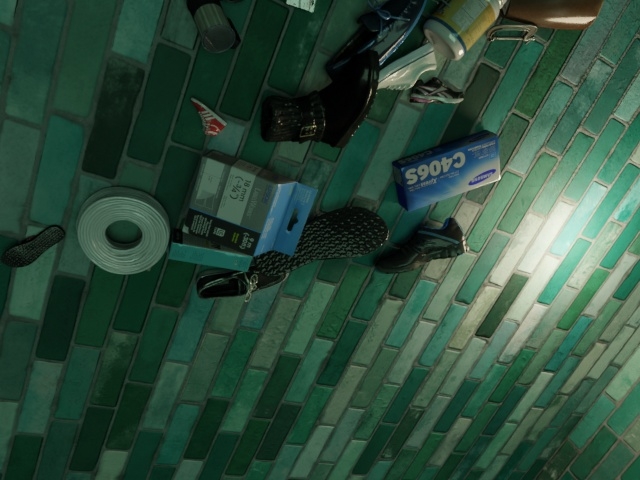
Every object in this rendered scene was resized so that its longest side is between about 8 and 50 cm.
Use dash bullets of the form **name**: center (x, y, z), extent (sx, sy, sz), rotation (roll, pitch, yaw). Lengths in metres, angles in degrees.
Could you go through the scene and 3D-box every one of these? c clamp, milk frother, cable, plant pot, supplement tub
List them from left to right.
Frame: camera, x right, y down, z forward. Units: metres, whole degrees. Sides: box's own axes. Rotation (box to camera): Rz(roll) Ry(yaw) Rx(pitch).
- **cable**: center (-0.573, -0.025, 1.346), extent (0.257, 0.089, 0.257), rotation (26, 106, -26)
- **milk frother**: center (-0.237, -0.558, 1.129), extent (0.129, 0.134, 0.143), rotation (-7, 155, -41)
- **supplement tub**: center (0.404, -0.629, 1.296), extent (0.144, 0.144, 0.199), rotation (37, 101, -28)
- **c clamp**: center (0.572, -0.613, 1.383), extent (0.161, 0.137, 0.022), rotation (2, 92, -2)
- **plant pot**: center (0.638, -0.701, 1.312), extent (0.230, 0.215, 0.215), rotation (-6, 119, 3)

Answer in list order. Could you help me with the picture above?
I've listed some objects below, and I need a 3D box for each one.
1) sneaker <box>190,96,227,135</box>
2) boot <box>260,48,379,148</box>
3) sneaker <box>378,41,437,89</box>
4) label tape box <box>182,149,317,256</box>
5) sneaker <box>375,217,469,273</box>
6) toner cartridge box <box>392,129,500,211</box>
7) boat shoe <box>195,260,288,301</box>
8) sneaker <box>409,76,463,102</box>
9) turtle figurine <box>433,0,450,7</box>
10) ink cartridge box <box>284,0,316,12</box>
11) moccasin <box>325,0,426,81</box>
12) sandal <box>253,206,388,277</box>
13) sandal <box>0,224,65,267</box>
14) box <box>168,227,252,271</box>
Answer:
- **sneaker**: center (-0.324, -0.340, 1.286), extent (0.118, 0.042, 0.067), rotation (36, 98, -31)
- **boot**: center (-0.011, -0.374, 1.241), extent (0.260, 0.131, 0.348), rotation (4, 148, -20)
- **sneaker**: center (0.230, -0.478, 1.345), extent (0.258, 0.094, 0.091), rotation (-30, 106, -2)
- **label tape box**: center (-0.205, -0.091, 1.357), extent (0.334, 0.106, 0.240), rotation (20, 110, -4)
- **sneaker**: center (0.347, 0.024, 1.649), extent (0.341, 0.125, 0.139), rotation (-19, 92, -3)
- **toner cartridge box**: center (0.423, -0.233, 1.543), extent (0.348, 0.075, 0.165), rotation (-20, 121, -6)
- **boat shoe**: center (-0.250, 0.135, 1.514), extent (0.306, 0.105, 0.113), rotation (-3, 117, -15)
- **sneaker**: center (0.362, -0.460, 1.416), extent (0.178, 0.072, 0.077), rotation (-4, 107, -21)
- **turtle figurine**: center (0.325, -0.721, 1.203), extent (0.234, 0.175, 0.118), rotation (33, 74, -6)
- **ink cartridge box**: center (-0.049, -0.639, 1.223), extent (0.083, 0.028, 0.048), rotation (8, 114, -20)
- **moccasin**: center (0.150, -0.564, 1.255), extent (0.117, 0.138, 0.342), rotation (31, 104, -35)
- **sandal**: center (-0.002, -0.002, 1.515), extent (0.446, 0.107, 0.167), rotation (-14, 92, -3)
- **sandal**: center (-0.822, 0.015, 1.328), extent (0.179, 0.040, 0.067), rotation (-35, 127, -14)
- **box**: center (-0.342, 0.031, 1.437), extent (0.244, 0.100, 0.060), rotation (12, 113, -21)
